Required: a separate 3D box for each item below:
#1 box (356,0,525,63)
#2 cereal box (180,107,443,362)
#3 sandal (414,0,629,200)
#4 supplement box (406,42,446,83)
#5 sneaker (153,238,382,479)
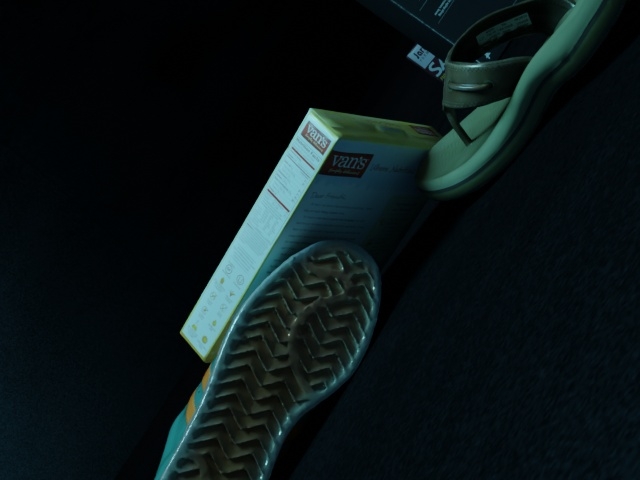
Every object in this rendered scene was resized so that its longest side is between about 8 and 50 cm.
[{"bbox_3d":[0.180,-0.342,1.481,0.261,0.184,0.103,-56,3,-5],"label":"box"},{"bbox_3d":[0.000,0.000,1.136,0.173,0.047,0.240,2,-54,-50],"label":"cereal box"},{"bbox_3d":[0.149,-0.142,0.994,0.120,0.086,0.303,-59,3,-40],"label":"sandal"},{"bbox_3d":[0.213,-0.330,1.718,0.239,0.073,0.130,-58,5,-33],"label":"supplement box"},{"bbox_3d":[-0.059,0.131,1.076,0.302,0.108,0.121,-57,9,-13],"label":"sneaker"}]
